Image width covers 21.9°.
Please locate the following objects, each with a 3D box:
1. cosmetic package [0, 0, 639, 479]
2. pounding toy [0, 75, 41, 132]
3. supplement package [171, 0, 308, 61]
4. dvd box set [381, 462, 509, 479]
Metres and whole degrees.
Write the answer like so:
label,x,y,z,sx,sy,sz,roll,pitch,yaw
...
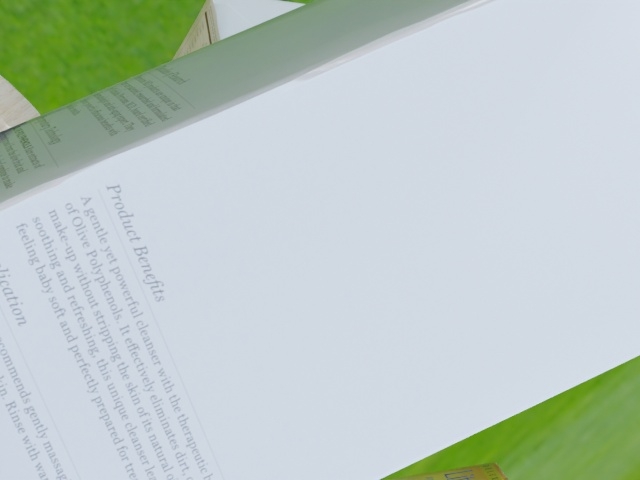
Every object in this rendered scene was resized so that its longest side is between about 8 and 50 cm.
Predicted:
label,x,y,z,sx,sy,sz,roll,pitch,yaw
cosmetic package,0.000,0.000,0.773,0.365,0.197,0.155,-23,-162,-11
pounding toy,-0.253,-0.032,0.915,0.155,0.154,0.269,-21,-172,43
supplement package,0.019,-0.067,1.359,0.261,0.204,0.145,3,150,-26
dvd box set,-0.016,0.296,1.479,0.420,0.062,0.307,-9,-172,-4
